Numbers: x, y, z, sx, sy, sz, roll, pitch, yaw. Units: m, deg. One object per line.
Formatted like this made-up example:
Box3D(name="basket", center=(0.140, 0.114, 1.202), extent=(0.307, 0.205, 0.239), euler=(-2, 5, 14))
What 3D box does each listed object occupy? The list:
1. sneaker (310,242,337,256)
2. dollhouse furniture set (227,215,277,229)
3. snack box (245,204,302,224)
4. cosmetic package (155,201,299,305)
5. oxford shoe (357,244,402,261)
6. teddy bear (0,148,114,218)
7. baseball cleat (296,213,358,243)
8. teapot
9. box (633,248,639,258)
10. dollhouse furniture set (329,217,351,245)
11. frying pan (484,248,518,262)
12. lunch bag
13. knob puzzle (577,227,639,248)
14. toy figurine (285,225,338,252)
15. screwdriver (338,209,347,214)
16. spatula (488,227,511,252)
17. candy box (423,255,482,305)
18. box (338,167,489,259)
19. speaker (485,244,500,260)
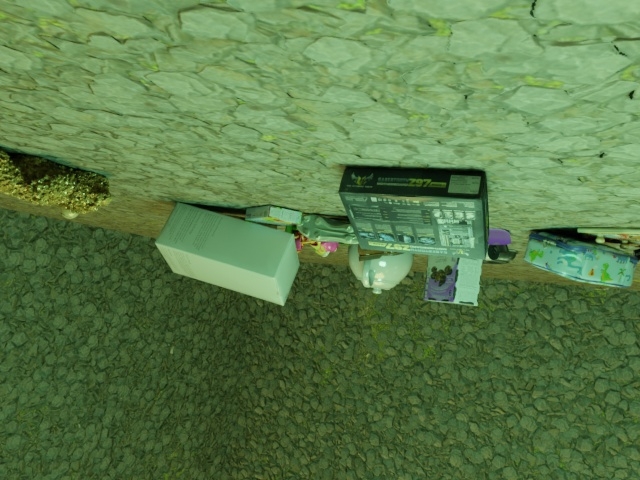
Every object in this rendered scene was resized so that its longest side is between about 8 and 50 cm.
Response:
Box3D(name="sneaker", center=(0.000, 0.000, 1.882), extent=(0.094, 0.082, 0.208), euler=(15, 166, -11))
Box3D(name="dollhouse furniture set", center=(-0.234, 0.020, 1.767), extent=(0.160, 0.182, 0.101), euler=(3, 173, 38))
Box3D(name="snack box", center=(-0.129, -0.066, 1.510), extent=(0.100, 0.037, 0.141), euler=(12, 173, -33))
Box3D(name="cosmetic package", center=(-0.259, 0.041, 1.601), extent=(0.365, 0.155, 0.197), euler=(15, 152, 10))
Box3D(name="oxford shoe", center=(0.221, 0.015, 1.795), extent=(0.212, 0.076, 0.076), euler=(-8, 177, -17))
Box3D(name="teddy bear", center=(-0.627, -0.121, 1.201), extent=(0.245, 0.113, 0.338), euler=(7, 175, 22))
Box3D(name="baseball cleat", center=(0.038, -0.022, 1.508), extent=(0.205, 0.072, 0.109), euler=(15, -178, 25))
Box3D(name="teapot", center=(0.207, 0.094, 1.971), extent=(0.255, 0.187, 0.252), euler=(10, 173, -25))
Box3D(name="box", center=(0.810, 0.033, 1.307), extent=(0.116, 0.029, 0.162), euler=(0, 176, 23))
Box3D(name="dollhouse furniture set", center=(0.062, -0.023, 1.601), extent=(0.076, 0.059, 0.151), euler=(6, 174, 7))
Box3D(name="frying pan", center=(0.487, 0.043, 1.854), extent=(0.325, 0.053, 0.197), euler=(2, 173, 15))
Box3D(name="lunch bag", center=(0.606, 0.040, 1.312), extent=(0.218, 0.090, 0.176), euler=(10, -171, -16))
Box3D(name="knob puzzle", center=(0.687, 0.002, 1.242), extent=(0.213, 0.030, 0.213), euler=(6, 174, 1))
Box3D(name="toy figurine", center=(-0.015, -0.005, 1.726), extent=(0.159, 0.130, 0.173), euler=(-4, -165, 10))
Box3D(name="screwdriver", center=(0.100, -0.059, 1.448), extent=(0.024, 0.025, 0.169), euler=(3, 164, 42))
Box3D(name="spatula", center=(0.485, 0.005, 1.514), extent=(0.084, 0.030, 0.296), euler=(2, 173, 25))
Box3D(name="candy box", center=(0.332, 0.059, 1.392), extent=(0.070, 0.196, 0.165), euler=(9, 174, -14))
Box3D(name="box", center=(0.164, -0.044, 0.947), extent=(0.232, 0.059, 0.183), euler=(5, 149, 22))
Box3D(name="speaker", center=(0.479, 0.034, 1.698), extent=(0.055, 0.055, 0.136), euler=(10, 174, -29))
